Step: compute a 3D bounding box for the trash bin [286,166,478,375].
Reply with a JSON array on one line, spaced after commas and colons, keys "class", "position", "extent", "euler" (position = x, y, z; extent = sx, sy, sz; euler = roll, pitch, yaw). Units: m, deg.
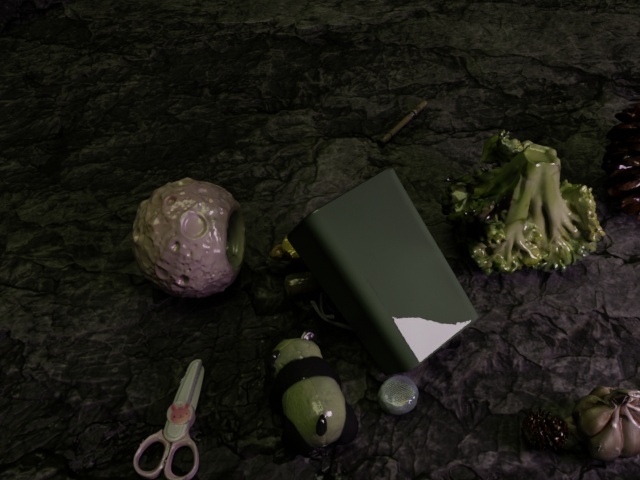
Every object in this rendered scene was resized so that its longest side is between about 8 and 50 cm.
[{"class": "trash bin", "position": [0.125, 0.064, 1.275], "extent": [0.222, 0.158, 0.344], "euler": [-32, 89, -25]}]

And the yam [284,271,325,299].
[{"class": "yam", "position": [0.046, 0.077, 1.430], "extent": [0.252, 0.061, 0.061], "euler": [-13, 47, -7]}]

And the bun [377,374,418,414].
[{"class": "bun", "position": [0.147, 0.295, 1.227], "extent": [0.083, 0.045, 0.083], "euler": [-1, 44, 1]}]

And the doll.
[{"class": "doll", "position": [-0.021, 0.281, 1.196], "extent": [0.143, 0.135, 0.234], "euler": [-14, 43, -11]}]

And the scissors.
[{"class": "scissors", "position": [-0.264, 0.335, 1.228], "extent": [0.118, 0.031, 0.242], "euler": [7, 50, 9]}]

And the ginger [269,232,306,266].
[{"class": "ginger", "position": [0.000, 0.000, 1.427], "extent": [0.216, 0.157, 0.102], "euler": [-21, 68, 27]}]

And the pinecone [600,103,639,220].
[{"class": "pinecone", "position": [0.790, -0.167, 1.482], "extent": [0.298, 0.242, 0.296], "euler": [25, 62, 23]}]

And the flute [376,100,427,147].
[{"class": "flute", "position": [0.233, -0.332, 1.822], "extent": [0.027, 0.027, 0.233], "euler": [28, 54, 27]}]

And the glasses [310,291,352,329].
[{"class": "glasses", "position": [0.023, 0.152, 1.333], "extent": [0.140, 0.063, 0.103], "euler": [38, 29, 30]}]

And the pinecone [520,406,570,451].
[{"class": "pinecone", "position": [0.399, 0.338, 1.150], "extent": [0.083, 0.077, 0.077], "euler": [11, 48, 6]}]

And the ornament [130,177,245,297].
[{"class": "ornament", "position": [-0.287, -0.005, 1.396], "extent": [0.224, 0.260, 0.260], "euler": [0, 47, 11]}]

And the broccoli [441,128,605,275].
[{"class": "broccoli", "position": [0.433, -0.077, 1.394], "extent": [0.347, 0.281, 0.293], "euler": [29, 54, 28]}]

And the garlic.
[{"class": "garlic", "position": [0.511, 0.299, 1.107], "extent": [0.131, 0.194, 0.127], "euler": [-20, 58, -21]}]
